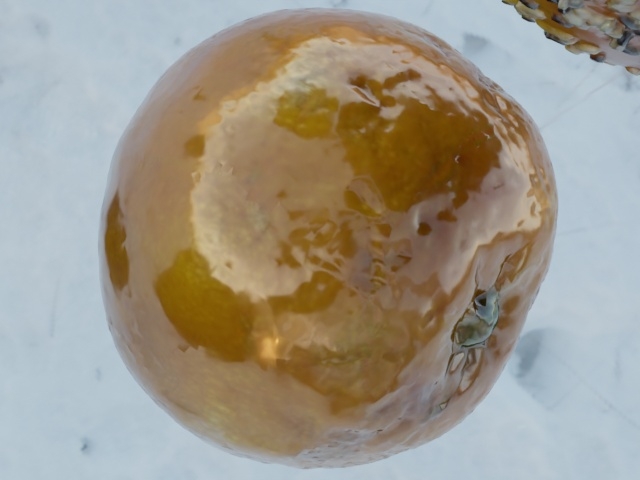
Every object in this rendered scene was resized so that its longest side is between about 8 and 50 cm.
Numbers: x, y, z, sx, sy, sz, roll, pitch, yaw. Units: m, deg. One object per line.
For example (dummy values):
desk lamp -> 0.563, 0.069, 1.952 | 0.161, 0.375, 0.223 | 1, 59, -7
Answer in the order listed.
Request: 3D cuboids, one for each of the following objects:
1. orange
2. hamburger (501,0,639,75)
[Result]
orange -> 0.000, 0.000, 0.629 | 0.261, 0.261, 0.261 | 9, 70, -25
hamburger -> 0.194, -0.157, 0.433 | 0.300, 0.300, 0.176 | 3, 84, -26
